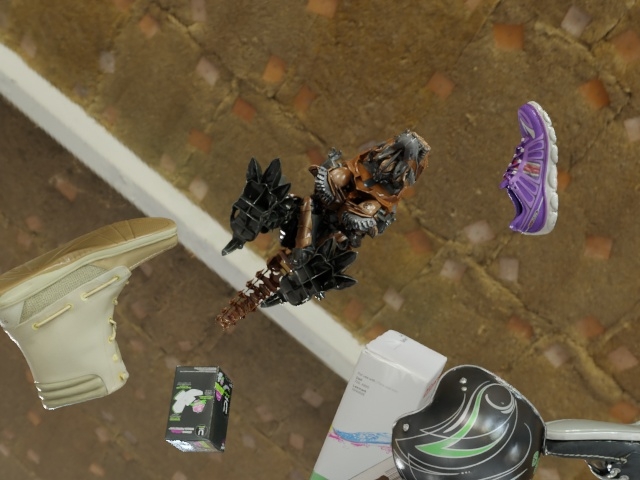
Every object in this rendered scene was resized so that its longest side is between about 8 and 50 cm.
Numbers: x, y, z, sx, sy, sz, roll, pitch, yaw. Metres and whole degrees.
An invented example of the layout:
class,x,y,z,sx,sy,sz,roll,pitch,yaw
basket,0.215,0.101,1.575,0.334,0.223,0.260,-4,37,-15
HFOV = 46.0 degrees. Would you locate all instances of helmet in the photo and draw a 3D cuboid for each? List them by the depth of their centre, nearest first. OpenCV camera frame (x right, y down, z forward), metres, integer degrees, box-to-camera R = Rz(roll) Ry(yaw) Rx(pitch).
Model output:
class,x,y,z,sx,sy,sz,roll,pitch,yaw
helmet,0.175,0.254,0.921,0.169,0.161,0.169,37,-23,19

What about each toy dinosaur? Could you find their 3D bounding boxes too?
class,x,y,z,sx,sy,sz,roll,pitch,yaw
toy dinosaur,0.000,0.000,0.892,0.164,0.218,0.322,28,-78,14

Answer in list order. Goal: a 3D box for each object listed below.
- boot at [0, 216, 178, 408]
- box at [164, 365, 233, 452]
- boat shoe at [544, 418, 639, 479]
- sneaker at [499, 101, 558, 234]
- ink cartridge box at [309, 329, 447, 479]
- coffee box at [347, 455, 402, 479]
class,x,y,z,sx,sy,sz,roll,pitch,yaw
boot,-0.293,0.097,1.035,0.095,0.261,0.204,23,-45,58
box,-0.134,0.189,0.843,0.052,0.083,0.062,-1,-28,11
boat shoe,0.443,0.306,1.079,0.302,0.114,0.091,5,-93,-16
sneaker,0.262,-0.092,0.957,0.071,0.068,0.170,-2,-91,5
ink cartridge box,0.094,0.307,1.248,0.117,0.201,0.278,24,-81,16
coffee box,0.033,0.440,1.041,0.297,0.119,0.168,-28,-49,-3
